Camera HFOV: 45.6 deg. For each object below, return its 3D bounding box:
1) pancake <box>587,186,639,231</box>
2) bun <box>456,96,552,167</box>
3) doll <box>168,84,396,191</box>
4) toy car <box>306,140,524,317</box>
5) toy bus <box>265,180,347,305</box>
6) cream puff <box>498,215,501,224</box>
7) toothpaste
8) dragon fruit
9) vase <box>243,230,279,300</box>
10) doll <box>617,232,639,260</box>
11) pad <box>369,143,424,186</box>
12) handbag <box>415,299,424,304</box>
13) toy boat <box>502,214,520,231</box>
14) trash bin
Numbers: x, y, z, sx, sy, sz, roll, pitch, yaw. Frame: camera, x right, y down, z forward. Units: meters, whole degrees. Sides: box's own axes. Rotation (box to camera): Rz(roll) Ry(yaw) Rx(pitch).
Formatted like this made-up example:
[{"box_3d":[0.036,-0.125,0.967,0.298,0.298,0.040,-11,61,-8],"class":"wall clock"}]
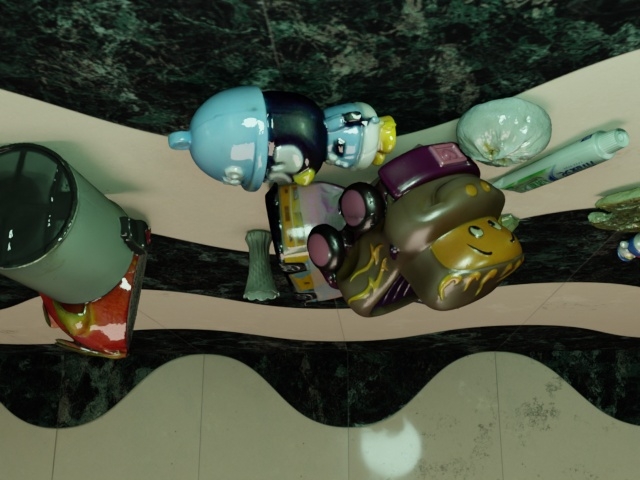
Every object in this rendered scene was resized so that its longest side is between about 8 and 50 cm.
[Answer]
[{"box_3d":[0.659,-0.061,1.505,0.254,0.037,0.253,0,164,0],"class":"pancake"},{"box_3d":[0.271,-0.151,1.127,0.141,0.083,0.141,2,165,1],"class":"bun"},{"box_3d":[-0.054,-0.140,1.068,0.314,0.141,0.177,-1,163,-14],"class":"doll"},{"box_3d":[0.161,0.018,1.225,0.271,0.240,0.340,-14,153,-38],"class":"toy car"},{"box_3d":[0.000,0.000,1.516,0.162,0.171,0.386,-11,162,2],"class":"toy bus"},{"box_3d":[0.264,-0.002,1.474,0.195,0.194,0.221,4,166,-13],"class":"cream puff"},{"box_3d":[0.399,-0.125,1.286,0.075,0.048,0.297,8,164,-22],"class":"toothpaste"},{"box_3d":[-0.491,0.088,1.601,0.226,0.305,0.305,11,161,-10],"class":"dragon fruit"},{"box_3d":[-0.135,0.054,1.695,0.081,0.148,0.081,-4,161,-1],"class":"vase"},{"box_3d":[0.719,0.015,1.732,0.099,0.057,0.143,4,168,-10],"class":"doll"},{"box_3d":[0.141,-0.099,1.331,0.113,0.006,0.188,16,137,-40],"class":"pad"},{"box_3d":[0.262,0.103,1.927,0.260,0.113,0.162,7,157,4],"class":"handbag"},{"box_3d":[0.295,0.000,1.676,0.293,0.055,0.093,-12,162,36],"class":"toy boat"},{"box_3d":[-0.474,-0.021,1.333,0.277,0.217,0.262,-12,162,3],"class":"trash bin"}]
